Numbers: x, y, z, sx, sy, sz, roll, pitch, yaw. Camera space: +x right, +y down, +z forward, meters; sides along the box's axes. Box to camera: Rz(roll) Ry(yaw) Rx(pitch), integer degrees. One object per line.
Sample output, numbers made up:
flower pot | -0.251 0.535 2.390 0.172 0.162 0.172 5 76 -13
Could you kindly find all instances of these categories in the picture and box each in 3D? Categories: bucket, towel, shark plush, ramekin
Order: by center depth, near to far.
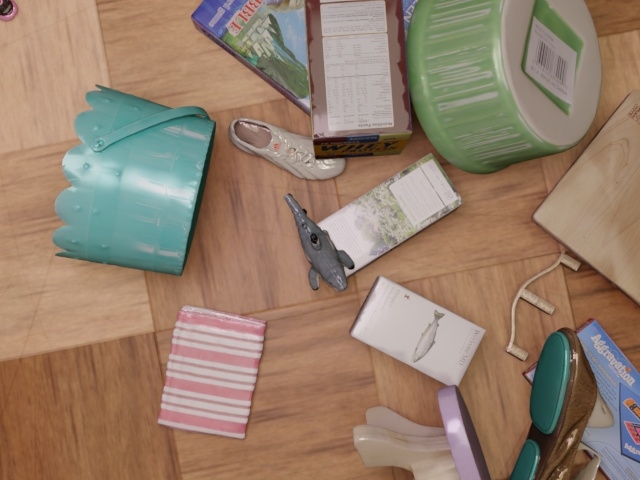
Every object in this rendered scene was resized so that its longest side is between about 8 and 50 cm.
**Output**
ramekin | 0.278 -0.254 1.219 0.303 0.148 0.303 3 85 -42
shark plush | 0.000 0.000 1.233 0.073 0.067 0.161 -18 87 2
bucket | -0.266 -0.083 1.241 0.183 0.281 0.281 13 86 -7
towel | -0.172 0.211 1.339 0.144 0.029 0.197 11 89 1

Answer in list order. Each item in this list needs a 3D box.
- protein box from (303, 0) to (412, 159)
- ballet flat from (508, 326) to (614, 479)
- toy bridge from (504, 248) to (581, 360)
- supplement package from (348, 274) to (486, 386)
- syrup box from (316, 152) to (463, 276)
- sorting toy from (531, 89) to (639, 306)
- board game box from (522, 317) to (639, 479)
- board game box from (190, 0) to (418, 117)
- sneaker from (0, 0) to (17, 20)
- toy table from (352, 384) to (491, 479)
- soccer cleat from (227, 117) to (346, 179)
protein box | 0.051 -0.232 1.211 0.136 0.200 0.201 -4 88 1
ballet flat | 0.369 0.300 1.268 0.124 0.116 0.342 10 98 -9
toy bridge | 0.342 0.096 1.337 0.063 0.026 0.188 30 87 4
supplement package | 0.146 0.140 1.297 0.179 0.105 0.105 27 86 2
syrup box | 0.097 -0.031 1.314 0.237 0.096 0.093 -32 85 1
sorting toy | 0.500 -0.052 1.313 0.255 0.089 0.257 39 87 3
board game box | 0.463 0.276 1.323 0.145 0.027 0.281 -38 86 0
board game box | 0.014 -0.377 1.353 0.318 0.066 0.319 37 88 2
sneaker | -0.551 -0.409 1.369 0.119 0.057 0.047 35 89 4
toy table | 0.157 0.338 1.230 0.161 0.252 0.274 -16 119 9
soccer cleat | -0.055 -0.145 1.334 0.196 0.076 0.068 18 87 2
